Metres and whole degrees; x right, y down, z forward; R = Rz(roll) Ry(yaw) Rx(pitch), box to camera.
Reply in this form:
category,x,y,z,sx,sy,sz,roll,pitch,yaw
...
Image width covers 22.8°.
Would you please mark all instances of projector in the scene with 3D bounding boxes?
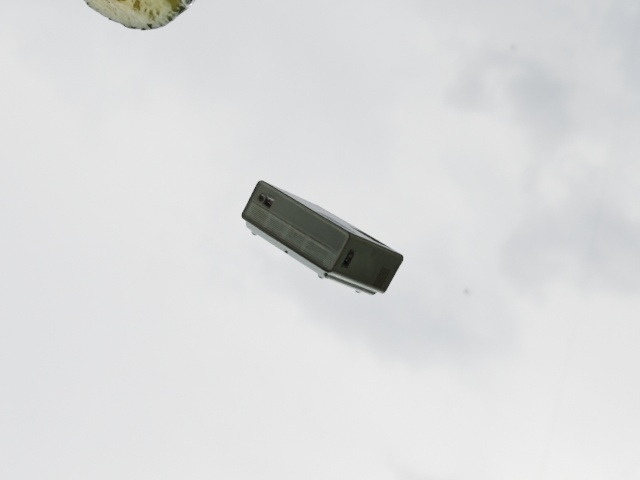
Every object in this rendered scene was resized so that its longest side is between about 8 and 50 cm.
category,x,y,z,sx,sy,sz,roll,pitch,yaw
projector,0.000,0.000,1.725,0.147,0.061,0.115,32,-173,37

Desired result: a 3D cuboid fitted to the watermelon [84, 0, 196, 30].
category,x,y,z,sx,sy,sz,roll,pitch,yaw
watermelon,-0.230,-0.438,1.992,0.331,0.331,0.189,46,-114,2
